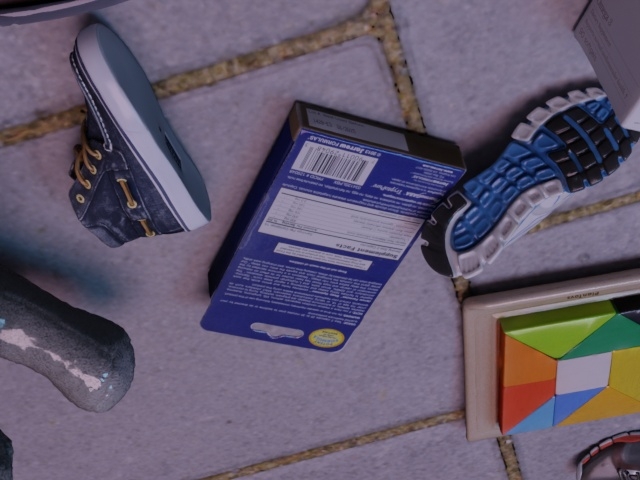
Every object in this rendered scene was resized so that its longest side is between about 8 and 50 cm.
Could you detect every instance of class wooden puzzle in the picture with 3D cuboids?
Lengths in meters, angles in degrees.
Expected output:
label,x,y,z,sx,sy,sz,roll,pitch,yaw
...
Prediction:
label,x,y,z,sx,sy,sz,roll,pitch,yaw
wooden puzzle,0.246,0.116,0.988,0.220,0.044,0.239,-10,138,-1

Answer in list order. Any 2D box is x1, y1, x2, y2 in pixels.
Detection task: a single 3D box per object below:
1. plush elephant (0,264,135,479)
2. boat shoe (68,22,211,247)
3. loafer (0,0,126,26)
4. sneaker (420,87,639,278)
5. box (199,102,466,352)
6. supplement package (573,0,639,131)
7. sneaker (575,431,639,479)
label,x,y,z,sx,sy,sz,roll,pitch,yaw
plush elephant,-0.346,0.115,0.719,0.330,0.272,0.255,39,108,-7
boat shoe,-0.143,-0.060,0.707,0.083,0.065,0.183,-18,138,6
loafer,-0.211,-0.171,0.550,0.302,0.109,0.095,-6,133,0
sneaker,0.158,-0.046,0.794,0.190,0.071,0.083,-38,171,12
box,0.000,0.000,0.820,0.136,0.037,0.225,12,131,-22
supplement package,0.256,-0.161,0.648,0.105,0.105,0.179,8,134,-19
sneaker,0.355,0.244,1.131,0.157,0.065,0.061,-25,135,15
